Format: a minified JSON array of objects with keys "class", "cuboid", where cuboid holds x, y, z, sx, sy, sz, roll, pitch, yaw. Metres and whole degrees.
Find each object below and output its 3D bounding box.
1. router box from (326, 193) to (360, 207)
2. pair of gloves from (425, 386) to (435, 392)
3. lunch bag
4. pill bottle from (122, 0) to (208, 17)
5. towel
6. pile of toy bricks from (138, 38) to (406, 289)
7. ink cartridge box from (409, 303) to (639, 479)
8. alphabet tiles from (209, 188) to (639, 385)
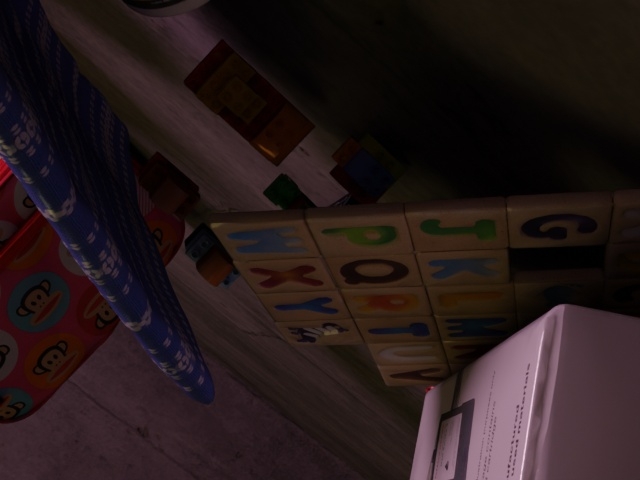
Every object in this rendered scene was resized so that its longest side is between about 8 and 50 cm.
[{"class":"router box","cuboid":[0.034,0.016,0.785,0.092,0.038,0.122,38,168,-5]},{"class":"pair of gloves","cuboid":[0.190,0.207,1.089,0.159,0.023,0.198,45,166,-32]},{"class":"lunch bag","cuboid":[-0.297,0.007,1.092,0.120,0.293,0.258,32,168,44]},{"class":"pill bottle","cuboid":[-0.079,-0.148,0.444,0.065,0.065,0.116,28,164,36]},{"class":"towel","cuboid":[-0.144,-0.103,0.519,0.243,0.040,0.336,61,178,47]},{"class":"pile of toy bricks","cuboid":[0.000,0.000,0.605,0.212,0.118,0.105,41,-174,-15]},{"class":"ink cartridge box","cuboid":[0.154,0.122,0.511,0.198,0.114,0.273,12,166,-1]},{"class":"alphabet tiles","cuboid":[0.073,0.033,0.545,0.198,0.009,0.237,-3,156,10]}]
